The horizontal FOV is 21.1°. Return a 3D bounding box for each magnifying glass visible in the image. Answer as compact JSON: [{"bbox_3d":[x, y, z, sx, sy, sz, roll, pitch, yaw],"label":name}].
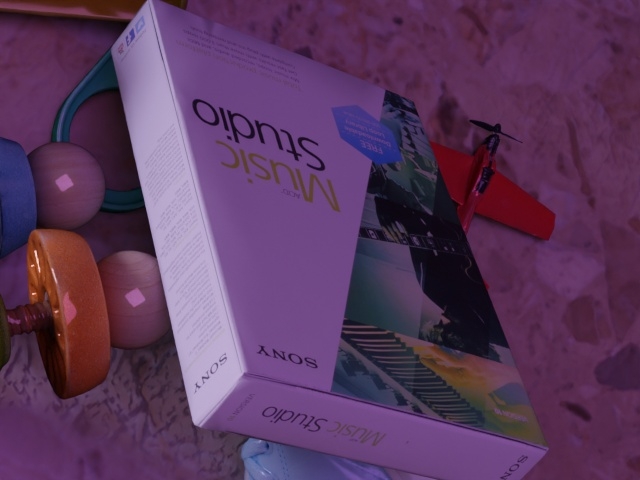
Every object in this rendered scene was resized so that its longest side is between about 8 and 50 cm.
[{"bbox_3d":[-0.126,-0.131,1.204,0.092,0.026,0.231,16,77,-17],"label":"magnifying glass"}]

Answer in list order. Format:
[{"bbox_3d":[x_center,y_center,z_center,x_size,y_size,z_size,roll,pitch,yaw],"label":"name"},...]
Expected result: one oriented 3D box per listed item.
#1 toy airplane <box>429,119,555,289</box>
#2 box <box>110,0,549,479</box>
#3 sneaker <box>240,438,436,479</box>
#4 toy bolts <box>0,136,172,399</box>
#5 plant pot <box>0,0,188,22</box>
[{"bbox_3d":[0.106,-0.021,1.268,0.151,0.028,0.151,3,82,-20],"label":"toy airplane"},{"bbox_3d":[0.000,0.000,1.089,0.232,0.058,0.322,17,40,-34],"label":"box"},{"bbox_3d":[-0.011,0.141,1.153,0.150,0.135,0.366,-37,84,0],"label":"sneaker"},{"bbox_3d":[-0.194,0.037,1.093,0.158,0.218,0.228,-10,51,-22],"label":"toy bolts"},{"bbox_3d":[-0.180,-0.280,1.109,0.212,0.212,0.187,3,67,-12],"label":"plant pot"}]
